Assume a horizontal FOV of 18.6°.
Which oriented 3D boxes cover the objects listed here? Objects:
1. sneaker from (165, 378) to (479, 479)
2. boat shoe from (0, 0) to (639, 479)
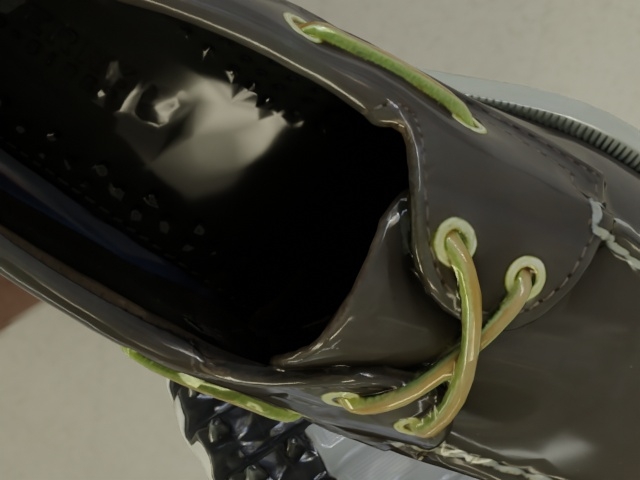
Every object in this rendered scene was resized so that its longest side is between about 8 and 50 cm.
[{"bbox_3d":[0.030,0.089,0.516,0.234,0.078,0.106,47,162,38],"label":"sneaker"},{"bbox_3d":[0.000,0.000,0.362,0.228,0.068,0.081,29,114,-11],"label":"boat shoe"}]
